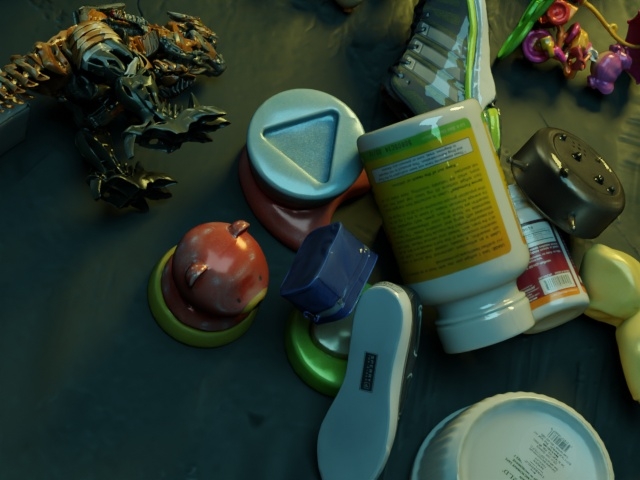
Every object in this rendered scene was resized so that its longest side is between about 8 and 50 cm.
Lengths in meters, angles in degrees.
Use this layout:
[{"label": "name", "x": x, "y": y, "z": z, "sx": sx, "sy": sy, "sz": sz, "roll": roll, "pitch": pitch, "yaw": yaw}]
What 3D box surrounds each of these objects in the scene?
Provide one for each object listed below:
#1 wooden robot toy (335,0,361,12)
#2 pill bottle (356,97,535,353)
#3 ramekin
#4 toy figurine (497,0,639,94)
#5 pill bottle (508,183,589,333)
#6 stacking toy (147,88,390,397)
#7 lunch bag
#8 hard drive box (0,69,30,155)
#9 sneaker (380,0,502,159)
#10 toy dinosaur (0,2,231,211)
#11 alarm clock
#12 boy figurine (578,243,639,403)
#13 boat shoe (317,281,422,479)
[{"label": "wooden robot toy", "x": 0.038, "y": -0.306, "z": 1.972, "sx": 0.173, "sy": 0.076, "sz": 0.079, "roll": -5, "pitch": 104, "yaw": -15}, {"label": "pill bottle", "x": 0.138, "y": -0.013, "z": 1.767, "sx": 0.136, "sy": 0.136, "sz": 0.245, "roll": -20, "pitch": 93, "yaw": -20}, {"label": "ramekin", "x": 0.201, "y": 0.252, "z": 1.732, "sx": 0.207, "sy": 0.109, "sz": 0.207, "roll": 5, "pitch": 66, "yaw": -11}, {"label": "toy figurine", "x": 0.319, "y": -0.234, "z": 1.979, "sx": 0.159, "sy": 0.130, "sz": 0.173, "roll": 37, "pitch": 86, "yaw": -6}, {"label": "pill bottle", "x": 0.228, "y": 0.019, "z": 1.851, "sx": 0.086, "sy": 0.086, "sz": 0.152, "roll": -14, "pitch": 71, "yaw": -18}, {"label": "stacking toy", "x": 0.000, "y": 0.000, "z": 1.782, "sx": 0.279, "sy": 0.130, "sz": 0.309, "roll": 30, "pitch": 64, "yaw": 1}, {"label": "lunch bag", "x": 0.010, "y": 0.039, "z": 1.705, "sx": 0.065, "sy": 0.067, "sz": 0.098, "roll": 39, "pitch": 61, "yaw": -23}, {"label": "hard drive box", "x": -0.448, "y": -0.127, "z": 1.756, "sx": 0.232, "sy": 0.089, "sz": 0.181, "roll": -36, "pitch": 79, "yaw": -23}, {"label": "sneaker", "x": 0.125, "y": -0.204, "z": 1.896, "sx": 0.121, "sy": 0.111, "sz": 0.300, "roll": -6, "pitch": 79, "yaw": -8}, {"label": "toy dinosaur", "x": -0.224, "y": -0.155, "z": 1.782, "sx": 0.322, "sy": 0.164, "sz": 0.218, "roll": -24, "pitch": 72, "yaw": -25}, {"label": "alarm clock", "x": 0.284, "y": -0.070, "z": 1.879, "sx": 0.129, "sy": 0.064, "sz": 0.192, "roll": 48, "pitch": 25, "yaw": 12}, {"label": "boy figurine", "x": 0.387, "y": 0.119, "z": 1.843, "sx": 0.285, "sy": 0.092, "sz": 0.177, "roll": 39, "pitch": 65, "yaw": 6}, {"label": "boat shoe", "x": 0.057, "y": 0.151, "z": 1.733, "sx": 0.080, "sy": 0.076, "sz": 0.228, "roll": 13, "pitch": 99, "yaw": 29}]
